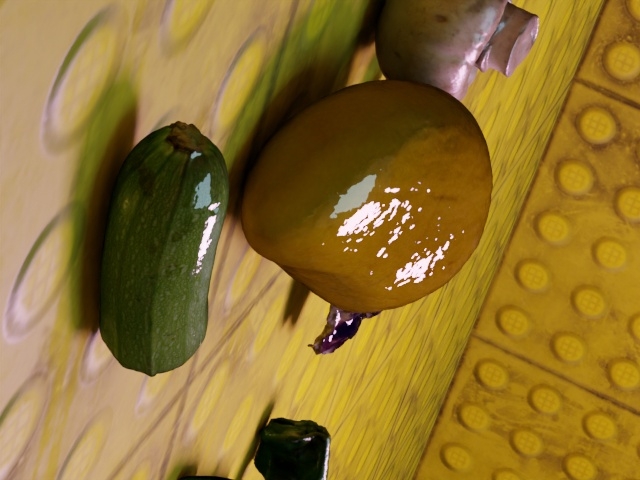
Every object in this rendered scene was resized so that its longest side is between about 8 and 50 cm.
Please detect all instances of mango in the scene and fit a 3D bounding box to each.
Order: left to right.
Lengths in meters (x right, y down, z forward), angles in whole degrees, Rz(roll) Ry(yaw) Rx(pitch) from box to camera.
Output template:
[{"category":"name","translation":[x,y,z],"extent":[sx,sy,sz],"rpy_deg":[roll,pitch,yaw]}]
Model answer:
[{"category":"mango","translation":[0.045,-0.041,1.403],"extent":[0.195,0.142,0.331],"rpy_deg":[-53,161,-1]}]

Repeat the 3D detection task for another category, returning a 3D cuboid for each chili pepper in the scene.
[{"category":"chili pepper","translation":[-0.052,0.304,1.877],"extent":[0.253,0.099,0.083],"rpy_deg":[-69,168,17]}]

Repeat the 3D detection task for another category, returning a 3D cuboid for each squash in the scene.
[{"category":"squash","translation":[-0.096,0.014,1.057],"extent":[0.219,0.068,0.077],"rpy_deg":[103,11,-53]}]

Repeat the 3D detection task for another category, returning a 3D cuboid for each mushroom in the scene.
[{"category":"mushroom","translation":[0.119,-0.190,1.490],"extent":[0.166,0.127,0.166],"rpy_deg":[21,90,-80]}]

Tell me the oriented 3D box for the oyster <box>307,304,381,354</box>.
[{"category":"oyster","translation":[0.067,-0.011,1.696],"extent":[0.271,0.100,0.275],"rpy_deg":[-164,-93,-82]}]

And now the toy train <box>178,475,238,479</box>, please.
[{"category":"toy train","translation":[-0.083,0.316,1.671],"extent":[0.330,0.138,0.178],"rpy_deg":[42,69,-80]}]
